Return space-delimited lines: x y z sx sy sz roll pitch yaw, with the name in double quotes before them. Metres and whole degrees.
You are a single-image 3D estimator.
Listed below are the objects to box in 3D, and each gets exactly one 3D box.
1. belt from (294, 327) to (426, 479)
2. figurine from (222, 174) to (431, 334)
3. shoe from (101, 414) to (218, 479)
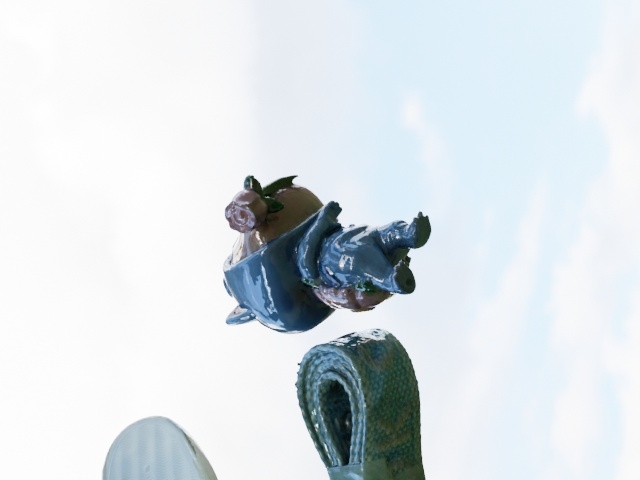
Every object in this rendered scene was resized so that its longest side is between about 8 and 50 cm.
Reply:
"belt" 0.054 0.218 1.501 0.072 0.087 0.302 -18 -84 -48
"figurine" -0.004 0.000 1.479 0.114 0.178 0.144 -51 -56 -40
"shoe" -0.116 0.354 1.940 0.160 0.131 0.363 45 -154 -56
